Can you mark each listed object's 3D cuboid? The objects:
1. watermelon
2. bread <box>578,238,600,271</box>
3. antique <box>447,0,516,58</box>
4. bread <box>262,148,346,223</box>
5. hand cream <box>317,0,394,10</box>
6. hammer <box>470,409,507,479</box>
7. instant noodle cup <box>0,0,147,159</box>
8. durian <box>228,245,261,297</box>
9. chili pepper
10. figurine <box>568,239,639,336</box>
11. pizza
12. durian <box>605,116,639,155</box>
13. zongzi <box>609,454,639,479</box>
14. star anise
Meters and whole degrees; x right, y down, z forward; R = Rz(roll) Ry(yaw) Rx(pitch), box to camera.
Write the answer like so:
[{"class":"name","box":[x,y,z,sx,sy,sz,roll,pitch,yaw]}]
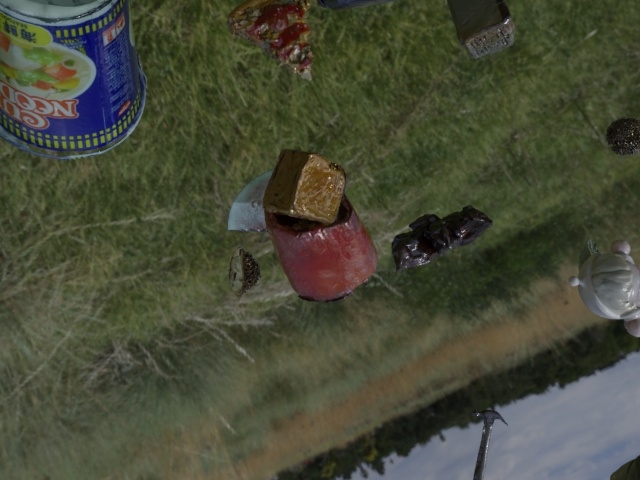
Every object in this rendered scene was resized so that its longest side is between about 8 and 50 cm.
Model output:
[{"class":"watermelon","box":[-0.142,-0.115,2.168,0.320,0.214,0.289,22,104,-50]},{"class":"bread","box":[0.716,0.105,1.687,0.036,0.192,0.112,-9,155,-8]},{"class":"antique","box":[0.362,-0.591,1.520,0.125,0.284,0.150,-19,168,22]},{"class":"bread","box":[-0.037,-0.124,1.474,0.143,0.158,0.149,17,176,-42]},{"class":"hand cream","box":[0.092,-0.402,1.007,0.091,0.058,0.271,20,177,-41]},{"class":"hammer","box":[0.504,0.668,1.997,0.125,0.297,0.027,9,-172,-3]},{"class":"instant noodle cup","box":[-0.396,-0.316,0.971,0.284,0.284,0.312,-21,167,-24]},{"class":"durian","box":[-0.167,0.071,1.423,0.052,0.066,0.130,-21,134,-43]},{"class":"chili pepper","box":[0.000,0.000,1.654,0.251,0.229,0.305,9,149,25]},{"class":"figurine","box":[0.600,0.091,1.275,0.257,0.181,0.145,23,174,-32]},{"class":"pizza","box":[-0.068,-0.403,1.255,0.188,0.199,0.062,-33,177,-26]},{"class":"durian","box":[0.614,-0.213,1.282,0.091,0.080,0.080,-54,163,-1]},{"class":"zongzi","box":[0.578,0.440,1.020,0.112,0.221,0.242,-13,147,-6]},{"class":"star anise","box":[0.246,-0.011,1.403,0.220,0.099,0.214,-27,180,-3]}]
